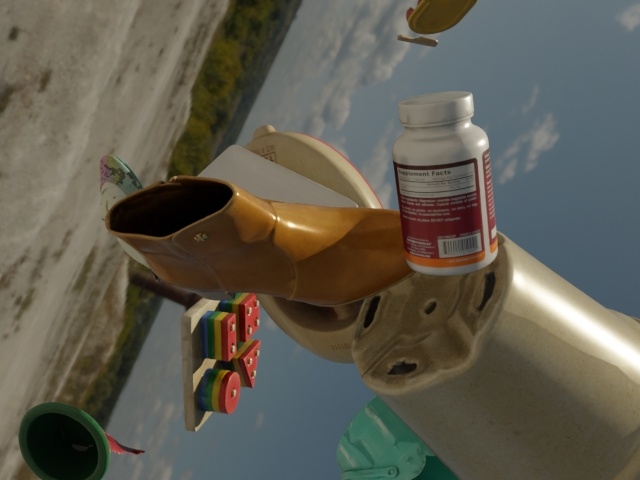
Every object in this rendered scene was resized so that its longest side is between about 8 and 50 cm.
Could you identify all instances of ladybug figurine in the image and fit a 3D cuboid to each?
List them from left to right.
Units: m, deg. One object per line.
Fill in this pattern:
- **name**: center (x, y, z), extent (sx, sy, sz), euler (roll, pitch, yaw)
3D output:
- **ladybug figurine**: center (0.000, 0.000, 1.287), extent (0.304, 0.450, 0.162), euler (-10, -159, 31)

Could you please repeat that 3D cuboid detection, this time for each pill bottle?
- **pill bottle**: center (0.110, -0.052, 0.655), extent (0.086, 0.086, 0.152), euler (-95, 176, -72)

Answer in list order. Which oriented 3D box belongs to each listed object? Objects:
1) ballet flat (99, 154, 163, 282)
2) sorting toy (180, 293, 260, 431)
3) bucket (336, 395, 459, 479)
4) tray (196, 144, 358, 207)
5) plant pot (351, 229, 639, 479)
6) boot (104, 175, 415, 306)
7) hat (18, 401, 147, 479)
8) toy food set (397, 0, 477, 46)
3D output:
- **ballet flat**: center (-0.291, -0.031, 1.139), extent (0.079, 0.222, 0.077), euler (-38, -174, -41)
- **sorting toy**: center (-0.202, 0.241, 1.577), extent (0.257, 0.089, 0.256), euler (-46, 139, -69)
- **bucket**: center (0.175, 0.416, 1.375), extent (0.183, 0.281, 0.281), euler (42, -69, 43)
- **tray**: center (-0.083, -0.034, 0.942), extent (0.145, 0.030, 0.270), euler (-45, -135, -17)
- **plant pot**: center (0.213, 0.153, 0.858), extent (0.333, 0.305, 0.334), euler (-38, -152, 25)
- **boot**: center (-0.042, -0.005, 0.731), extent (0.211, 0.294, 0.104), euler (56, 26, -65)
- **hat**: center (-0.440, 0.349, 1.375), extent (0.183, 0.172, 0.209), euler (-63, 161, -68)
- **toy food set**: center (0.251, -0.518, 1.604), extent (0.218, 0.128, 0.071), euler (139, -55, -60)
